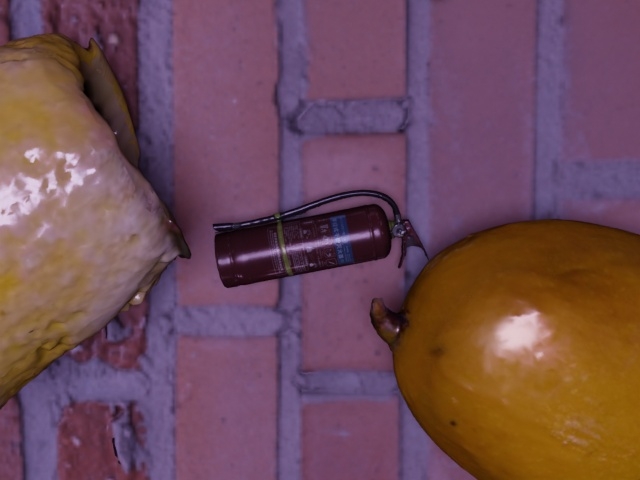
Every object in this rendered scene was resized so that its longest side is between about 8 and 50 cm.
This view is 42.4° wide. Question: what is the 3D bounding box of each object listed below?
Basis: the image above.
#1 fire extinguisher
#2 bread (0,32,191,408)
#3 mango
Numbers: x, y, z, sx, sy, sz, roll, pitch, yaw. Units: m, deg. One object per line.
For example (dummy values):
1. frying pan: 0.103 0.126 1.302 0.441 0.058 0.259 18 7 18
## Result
1. fire extinguisher: 0.000 0.000 0.530 0.132 0.039 0.056 -11 102 2
2. bread: -0.174 -0.012 0.467 0.170 0.197 0.197 -24 93 -8
3. mango: 0.177 0.087 0.497 0.316 0.119 0.177 24 92 -9
